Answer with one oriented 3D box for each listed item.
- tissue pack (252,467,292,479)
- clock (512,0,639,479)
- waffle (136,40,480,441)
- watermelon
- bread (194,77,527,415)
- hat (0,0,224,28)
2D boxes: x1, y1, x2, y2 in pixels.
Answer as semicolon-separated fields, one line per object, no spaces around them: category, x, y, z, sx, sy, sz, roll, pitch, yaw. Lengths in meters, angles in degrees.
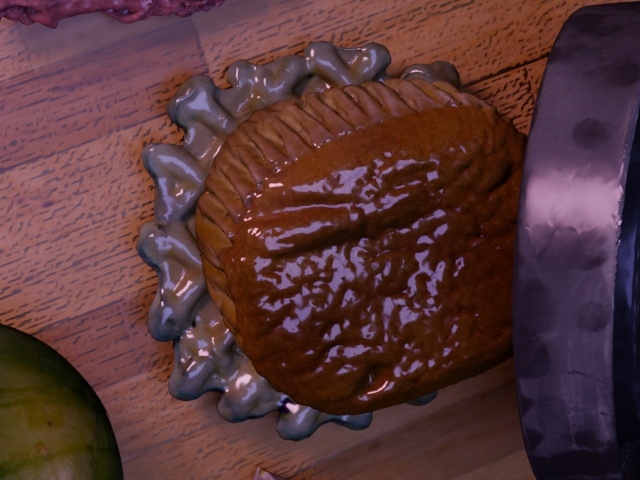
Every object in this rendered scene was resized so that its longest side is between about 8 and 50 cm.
tissue pack;0.006;0.261;1.334;0.149;0.099;0.106;22;92;-20
clock;0.225;0.011;1.236;0.076;0.386;0.386;4;102;22
waffle;0.000;0.000;1.306;0.292;0.056;0.309;-9;102;-16
watermelon;-0.257;0.174;1.161;0.242;0.242;0.242;-3;101;-17
bread;0.041;0.000;1.218;0.253;0.142;0.227;-13;109;-18
hat;-0.146;-0.293;1.179;0.237;0.107;0.286;-9;107;-26
